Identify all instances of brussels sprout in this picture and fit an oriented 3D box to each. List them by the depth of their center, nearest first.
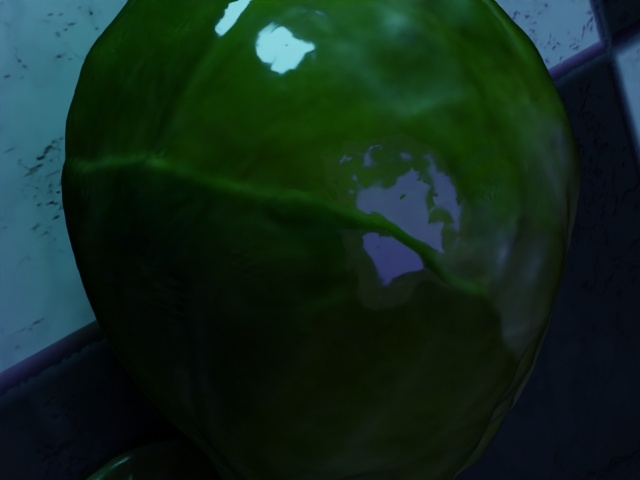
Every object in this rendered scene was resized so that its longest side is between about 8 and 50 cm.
[{"bbox_3d":[0.000,0.003,0.735,0.281,0.289,0.355,-41,134,-45],"label":"brussels sprout"}]

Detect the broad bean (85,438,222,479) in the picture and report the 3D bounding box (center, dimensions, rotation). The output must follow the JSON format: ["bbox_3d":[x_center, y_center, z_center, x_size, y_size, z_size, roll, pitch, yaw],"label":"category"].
[{"bbox_3d":[-0.112,0.219,0.776,0.153,0.072,0.207,42,50,-36],"label":"broad bean"}]
